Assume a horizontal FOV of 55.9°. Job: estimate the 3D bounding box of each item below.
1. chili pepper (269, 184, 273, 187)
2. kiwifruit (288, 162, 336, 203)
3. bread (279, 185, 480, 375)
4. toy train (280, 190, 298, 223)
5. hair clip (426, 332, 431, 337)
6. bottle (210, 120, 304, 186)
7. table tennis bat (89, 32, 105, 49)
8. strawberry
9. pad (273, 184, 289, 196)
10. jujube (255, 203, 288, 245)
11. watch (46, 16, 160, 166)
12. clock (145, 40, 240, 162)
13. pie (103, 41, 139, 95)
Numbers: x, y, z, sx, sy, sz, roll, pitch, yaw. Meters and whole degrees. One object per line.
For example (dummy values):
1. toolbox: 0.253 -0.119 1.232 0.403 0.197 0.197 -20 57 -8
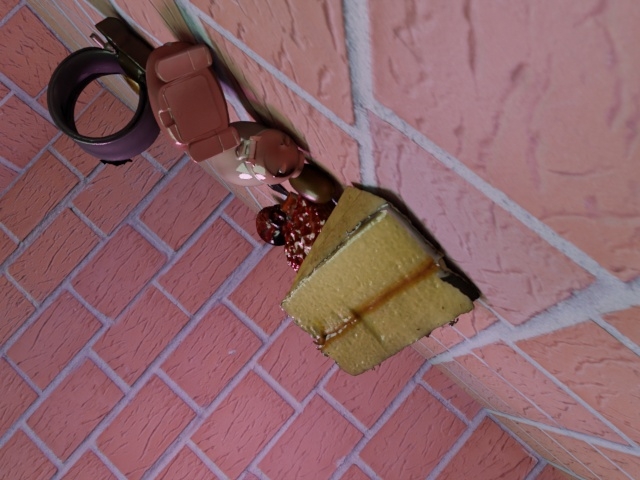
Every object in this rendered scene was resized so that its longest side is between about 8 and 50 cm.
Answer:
1. chili pepper: -0.188 -0.224 1.824 0.153 0.041 0.050 56 156 10
2. kiwifruit: -0.020 -0.126 1.325 0.124 0.075 0.075 33 171 28
3. bread: 0.098 0.130 1.247 0.346 0.404 0.242 31 -170 -25
4. toy train: -0.055 -0.065 1.717 0.118 0.074 0.176 27 -157 -13
5. hair clip: 0.249 0.197 1.885 0.321 0.091 0.138 33 -178 -40
6. bottle: -0.130 -0.184 1.306 0.147 0.147 0.237 45 165 -31
7. table tennis bat: -0.763 -0.679 2.290 0.154 0.021 0.274 35 173 47
8. strawberry: 0.000 0.000 1.432 0.234 0.178 0.234 39 -164 -14
9. pad: -0.187 -0.214 2.053 0.159 0.009 0.265 43 175 -21
10. jujube: -0.167 -0.065 2.308 0.168 0.168 0.236 41 168 2
11. watch: -0.551 -0.375 1.659 0.335 0.327 0.314 40 174 5
12. clock: -0.290 -0.292 1.250 0.241 0.142 0.227 39 150 56
13. pie: -0.643 -0.566 2.115 0.302 0.067 0.302 42 174 5
